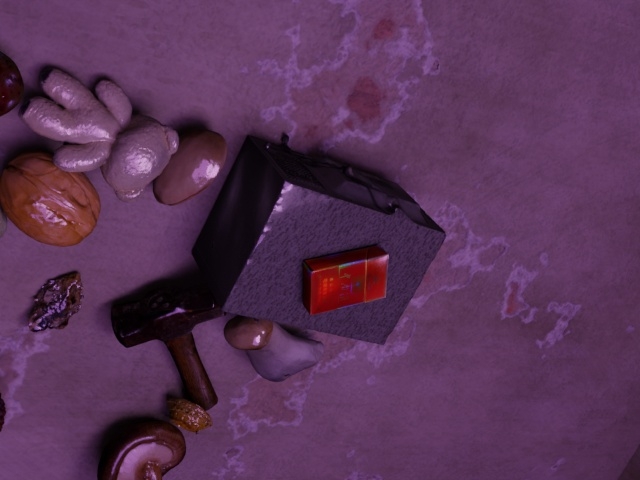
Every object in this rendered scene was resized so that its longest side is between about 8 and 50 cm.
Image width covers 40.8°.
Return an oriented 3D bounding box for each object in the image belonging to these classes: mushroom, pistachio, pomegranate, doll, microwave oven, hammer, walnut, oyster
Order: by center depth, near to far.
[{"bbox_3d":[-0.594,-0.257,1.489,0.129,0.129,0.159,29,112,-37],"label":"pomegranate"},{"bbox_3d":[-0.417,-0.208,1.610,0.278,0.149,0.175,34,100,-23],"label":"doll"},{"bbox_3d":[-0.510,-0.076,1.625,0.159,0.159,0.206,-44,128,5],"label":"walnut"},{"bbox_3d":[-0.263,-0.147,1.725,0.185,0.126,0.108,-42,160,10],"label":"pistachio"},{"bbox_3d":[-0.546,0.132,1.804,0.103,0.051,0.148,12,104,-40],"label":"oyster"},{"bbox_3d":[0.000,0.000,1.874,0.432,0.236,0.374,15,111,-33],"label":"microwave oven"},{"bbox_3d":[-0.304,0.267,1.969,0.242,0.095,0.409,-15,132,-3],"label":"hammer"},{"bbox_3d":[-0.109,0.236,1.987,0.159,0.122,0.329,-44,150,-4],"label":"mushroom"},{"bbox_3d":[-0.438,0.519,2.061,0.231,0.138,0.194,-38,116,-15],"label":"mushroom"}]

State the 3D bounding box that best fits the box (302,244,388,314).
[{"bbox_3d":[0.052,0.082,1.767,0.175,0.048,0.112,-13,124,-20],"label":"box"}]

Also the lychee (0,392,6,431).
[{"bbox_3d":[-0.735,0.358,1.778,0.188,0.188,0.188,-13,125,-19],"label":"lychee"}]

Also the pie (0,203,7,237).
[{"bbox_3d":[-0.793,-0.017,1.509,0.395,0.180,0.418,-49,135,7],"label":"pie"}]

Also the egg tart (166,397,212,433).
[{"bbox_3d":[-0.316,0.421,2.054,0.130,0.130,0.052,53,51,-39],"label":"egg tart"}]
